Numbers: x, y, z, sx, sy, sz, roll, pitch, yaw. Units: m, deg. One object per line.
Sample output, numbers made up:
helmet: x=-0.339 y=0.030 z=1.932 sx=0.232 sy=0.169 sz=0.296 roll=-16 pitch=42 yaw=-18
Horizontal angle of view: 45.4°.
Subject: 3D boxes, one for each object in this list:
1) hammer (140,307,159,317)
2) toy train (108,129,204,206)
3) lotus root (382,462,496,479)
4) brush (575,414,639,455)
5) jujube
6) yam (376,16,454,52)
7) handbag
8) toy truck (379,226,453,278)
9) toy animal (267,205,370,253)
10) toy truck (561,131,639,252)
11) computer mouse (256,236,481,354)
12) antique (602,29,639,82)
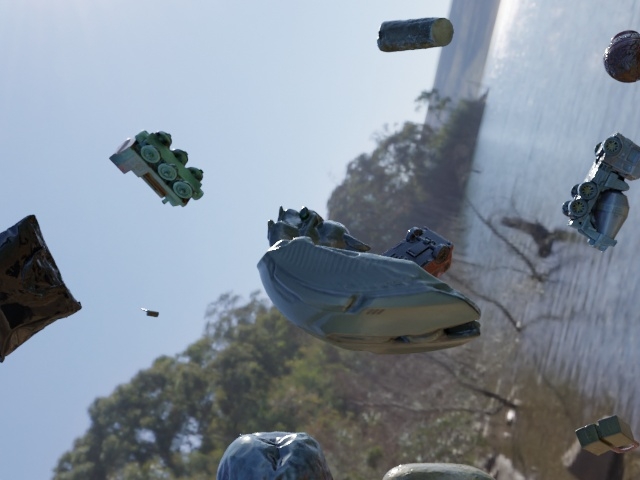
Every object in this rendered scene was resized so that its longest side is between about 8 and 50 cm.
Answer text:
hammer: x=-0.545 y=0.223 z=2.411 sx=0.110 sy=0.035 sz=0.019 roll=11 pitch=87 yaw=57
toy train: x=-0.311 y=-0.135 z=1.492 sx=0.176 sy=0.118 sz=0.074 roll=49 pitch=-142 yaw=-25
lotus root: x=0.307 y=0.598 z=1.796 sx=0.169 sy=0.343 sz=0.151 roll=65 pitch=-155 yaw=-57
brush: x=0.702 y=0.480 z=1.820 sx=0.233 sy=0.103 sz=0.047 roll=33 pitch=-143 yaw=-43
jujube: x=-0.074 y=0.503 z=1.371 sx=0.246 sy=0.215 sz=0.308 roll=158 pitch=112 yaw=-66
yam: x=0.215 y=-0.478 z=1.779 sx=0.078 sy=0.179 sz=0.078 roll=-12 pitch=-74 yaw=-48
handbag: x=-0.635 y=0.097 z=1.609 sx=0.211 sy=0.089 sz=0.254 roll=-37 pitch=-59 yaw=-36
toy truck: x=0.194 y=0.075 z=1.802 sx=0.253 sy=0.107 sz=0.114 roll=-33 pitch=-42 yaw=-24
toy animal: x=-0.003 y=-0.006 z=1.742 sx=0.108 sy=0.236 sz=0.138 roll=-74 pitch=-3 yaw=-57
toy truck: x=0.666 y=-0.112 z=1.774 sx=0.256 sy=0.140 sz=0.108 roll=-62 pitch=-7 yaw=4
computer mouse: x=0.069 y=0.120 z=1.369 sx=0.228 sy=0.429 sz=0.145 roll=72 pitch=-145 yaw=-56
antique: x=0.605 y=-0.357 z=1.497 sx=0.104 sy=0.104 sz=0.104 roll=14 pitch=-90 yaw=-81
